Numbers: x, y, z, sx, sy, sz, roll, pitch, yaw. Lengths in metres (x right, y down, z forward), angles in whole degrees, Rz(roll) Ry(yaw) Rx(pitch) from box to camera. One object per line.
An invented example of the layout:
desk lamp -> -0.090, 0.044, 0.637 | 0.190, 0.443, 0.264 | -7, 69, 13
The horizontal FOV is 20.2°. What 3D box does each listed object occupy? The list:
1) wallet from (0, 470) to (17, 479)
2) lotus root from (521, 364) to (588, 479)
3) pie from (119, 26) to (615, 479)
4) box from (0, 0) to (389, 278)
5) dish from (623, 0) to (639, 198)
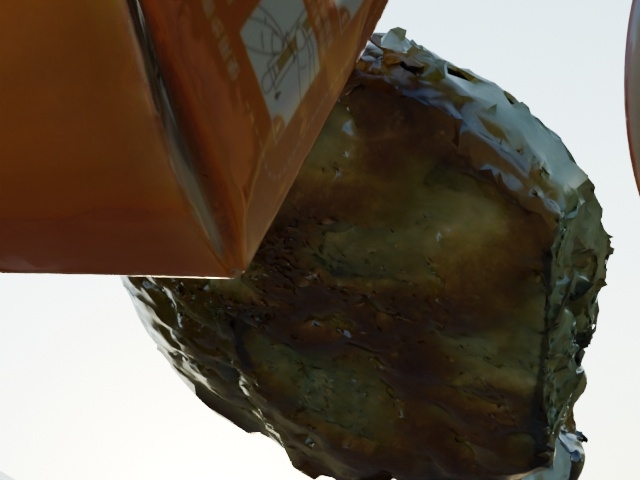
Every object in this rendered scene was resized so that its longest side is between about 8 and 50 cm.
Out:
wallet -> -0.232, 0.137, 1.033 | 0.170, 0.044, 0.321 | 24, -9, -16
lotus root -> 0.177, 0.153, 1.565 | 0.078, 0.203, 0.183 | 4, -61, -37
pie -> 0.000, 0.000, 0.933 | 0.103, 0.288, 0.355 | -55, -29, -36
box -> -0.086, -0.141, 0.639 | 0.225, 0.341, 0.143 | 1, -50, 24
dish -> 0.294, -0.099, 1.159 | 0.085, 0.260, 0.260 | 2, 2, 38
